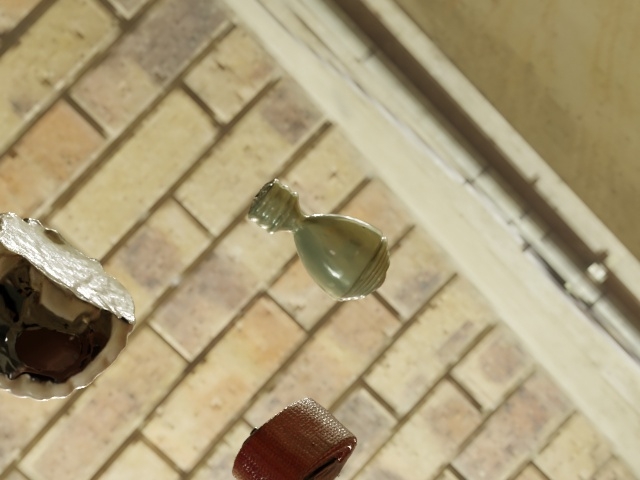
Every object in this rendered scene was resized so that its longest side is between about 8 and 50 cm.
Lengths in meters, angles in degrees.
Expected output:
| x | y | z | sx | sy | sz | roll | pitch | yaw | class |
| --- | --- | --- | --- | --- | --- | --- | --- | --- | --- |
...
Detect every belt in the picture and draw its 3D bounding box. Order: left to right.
| x | y | z | sx | sy | sz | roll | pitch | yaw | class |
| --- | --- | --- | --- | --- | --- | --- | --- | --- | --- |
| -0.044 | 0.314 | 2.043 | 0.201 | 0.124 | 0.128 | -24 | 146 | -52 | belt |

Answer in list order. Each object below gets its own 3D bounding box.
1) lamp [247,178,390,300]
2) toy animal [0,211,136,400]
| x | y | z | sx | sy | sz | roll | pitch | yaw | class |
| --- | --- | --- | --- | --- | --- | --- | --- | --- | --- |
| 0.000 | 0.000 | 1.704 | 0.106 | 0.193 | 0.106 | -53 | -170 | 14 | lamp |
| -0.345 | 0.083 | 1.649 | 0.156 | 0.208 | 0.204 | -49 | -154 | 11 | toy animal |
